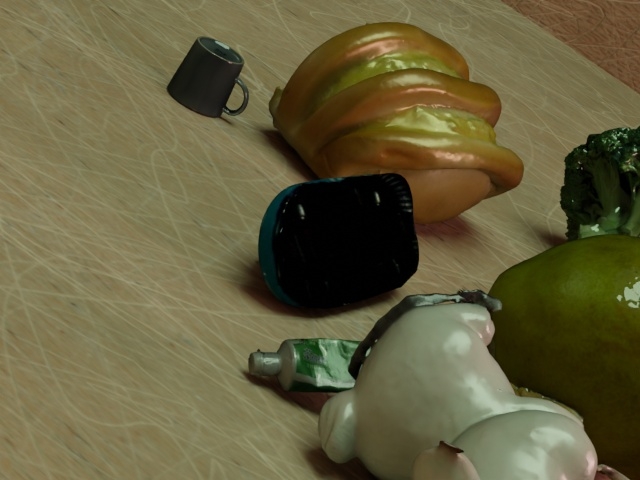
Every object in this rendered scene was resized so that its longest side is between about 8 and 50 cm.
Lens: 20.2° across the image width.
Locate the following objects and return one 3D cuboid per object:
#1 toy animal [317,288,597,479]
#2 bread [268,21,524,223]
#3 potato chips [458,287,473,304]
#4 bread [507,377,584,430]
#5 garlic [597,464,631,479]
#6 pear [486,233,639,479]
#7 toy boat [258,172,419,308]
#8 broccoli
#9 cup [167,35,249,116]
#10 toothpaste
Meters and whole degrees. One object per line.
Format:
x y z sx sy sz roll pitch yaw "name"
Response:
0.129 0.194 1.522 0.247 0.183 0.310 15 29 -26 "toy animal"
0.116 -0.151 2.303 0.315 0.211 0.270 7 31 -43 "bread"
0.258 0.110 2.137 0.209 0.026 0.142 27 23 -4 "potato chips"
0.176 0.187 1.732 0.157 0.083 0.094 12 24 -7 "bread"
0.335 0.287 1.590 0.148 0.128 0.266 5 -33 29 "garlic"
0.317 0.121 1.845 0.321 0.269 0.269 14 12 25 "pear"
0.000 0.000 1.945 0.092 0.134 0.299 -2 4 31 "toy boat"
0.431 -0.022 2.458 0.270 0.270 0.270 37 53 18 "broccoli"
-0.132 -0.202 2.267 0.100 0.077 0.078 31 19 1 "cup"
0.054 0.122 1.693 0.248 0.047 0.078 3 31 -17 "toothpaste"
